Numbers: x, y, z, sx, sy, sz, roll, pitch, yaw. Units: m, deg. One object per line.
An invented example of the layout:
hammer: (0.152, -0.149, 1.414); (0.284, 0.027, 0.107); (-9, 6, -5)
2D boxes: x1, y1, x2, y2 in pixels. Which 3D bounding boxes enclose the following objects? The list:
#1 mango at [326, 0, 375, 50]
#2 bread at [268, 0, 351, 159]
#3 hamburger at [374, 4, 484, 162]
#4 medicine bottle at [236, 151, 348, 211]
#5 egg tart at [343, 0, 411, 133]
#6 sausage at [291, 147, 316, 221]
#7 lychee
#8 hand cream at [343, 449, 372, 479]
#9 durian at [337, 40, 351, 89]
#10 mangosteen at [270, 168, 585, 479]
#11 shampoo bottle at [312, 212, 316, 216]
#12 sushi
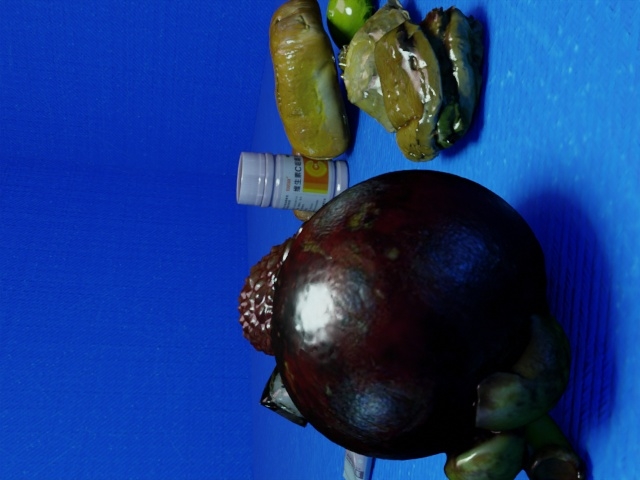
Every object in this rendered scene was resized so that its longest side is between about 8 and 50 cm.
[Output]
mango: (0.062, -0.477, 1.549); (0.178, 0.100, 0.119); (94, 171, -64)
bread: (-0.037, -0.378, 1.653); (0.328, 0.148, 0.337); (-101, -2, -51)
hamburger: (0.141, -0.216, 0.999); (0.183, 0.130, 0.206); (179, 93, -81)
medicine bottle: (-0.067, -0.137, 1.679); (0.133, 0.250, 0.133); (-175, 90, -80)
egg tart: (0.103, -0.312, 1.285); (0.232, 0.098, 0.252); (138, 130, -69)
sausage: (-0.030, -0.172, 1.886); (0.109, 0.109, 0.270); (123, 149, -67)
lychee: (-0.017, 0.123, 1.295); (0.264, 0.264, 0.300); (151, 141, -76)
hand cream: (0.083, 0.335, 1.286); (0.085, 0.058, 0.331); (-132, 39, -51)
durian: (0.082, -0.376, 1.457); (0.224, 0.078, 0.140); (119, 153, -65)
mangosteen: (0.122, 0.091, 0.732); (0.306, 0.360, 0.306); (-56, -18, -28)
shampoo bottle: (0.000, 0.000, 1.704); (0.234, 0.087, 0.118); (129, 144, -70)
sushi: (-0.042, 0.312, 1.789); (0.109, 0.134, 0.273); (-48, 19, 47)
